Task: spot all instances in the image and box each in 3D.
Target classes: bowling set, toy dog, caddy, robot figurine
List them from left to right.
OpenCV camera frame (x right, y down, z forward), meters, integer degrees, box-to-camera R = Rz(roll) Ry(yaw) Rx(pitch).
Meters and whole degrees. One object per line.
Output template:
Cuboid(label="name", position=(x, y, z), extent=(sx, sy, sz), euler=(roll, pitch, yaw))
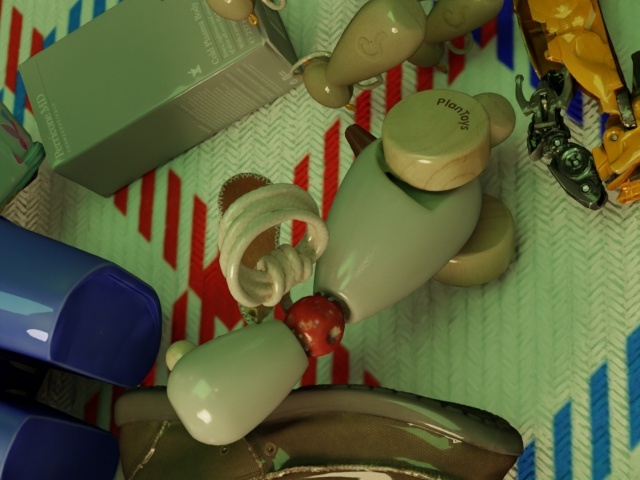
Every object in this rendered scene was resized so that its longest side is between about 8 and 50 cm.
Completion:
Cuboid(label="caddy", position=(-0.267, 0.105, 1.133), extent=(0.179, 0.341, 0.241), euler=(16, 81, 11))
Cuboid(label="toy dog", position=(0.000, 0.000, 1.058), extent=(0.161, 0.333, 0.220), euler=(32, 130, 39))
Cuboid(label="bowling set", position=(0.066, -0.197, 1.166), extent=(0.200, 0.287, 0.154), euler=(-49, 9, -33))
Cuboid(label="robot figurine", position=(0.253, -0.159, 1.095), extent=(0.211, 0.085, 0.291), euler=(-20, 66, 20))

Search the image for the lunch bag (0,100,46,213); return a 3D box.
Cuboid(label="lunch bag", position=(-0.383, -0.009, 1.261), extent=(0.224, 0.108, 0.279), euler=(-31, 18, 45))

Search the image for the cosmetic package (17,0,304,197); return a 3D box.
Cuboid(label="cosmetic package", position=(-0.148, -0.155, 1.280), extent=(0.238, 0.107, 0.127), euler=(-29, 66, 12))

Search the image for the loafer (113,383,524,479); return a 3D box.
Cuboid(label="loafer", position=(-0.008, 0.185, 1.097), extent=(0.366, 0.134, 0.130), euler=(-5, 76, 35))
